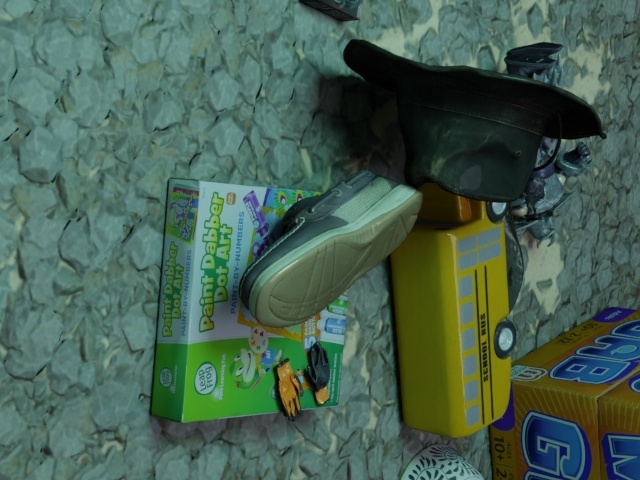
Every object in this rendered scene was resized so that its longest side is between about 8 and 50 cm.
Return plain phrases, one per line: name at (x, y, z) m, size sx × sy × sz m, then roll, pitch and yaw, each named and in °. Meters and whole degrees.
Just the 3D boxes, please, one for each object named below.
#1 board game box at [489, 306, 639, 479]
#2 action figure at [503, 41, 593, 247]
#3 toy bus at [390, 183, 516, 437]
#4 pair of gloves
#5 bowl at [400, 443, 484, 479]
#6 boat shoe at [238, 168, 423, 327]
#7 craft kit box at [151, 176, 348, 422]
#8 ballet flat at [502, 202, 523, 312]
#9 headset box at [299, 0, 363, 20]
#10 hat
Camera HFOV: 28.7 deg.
board game box at (0.491, 0.331, 1.788) m, size 0.356 × 0.356 × 0.356 m, roll -21°, pitch 110°, yaw -45°
action figure at (0.298, -0.119, 1.712) m, size 0.185 × 0.099 × 0.285 m, roll -37°, pitch 125°, yaw -49°
toy bus at (0.163, 0.067, 1.575) m, size 0.130 × 0.108 × 0.332 m, roll -19°, pitch 109°, yaw -44°
pair of gloves at (-0.017, 0.156, 1.379) m, size 0.083 × 0.010 × 0.074 m, roll -26°, pitch 114°, yaw -44°
bowl at (0.175, 0.358, 1.645) m, size 0.170 × 0.080 × 0.170 m, roll -8°, pitch 100°, yaw -46°
boat shoe at (0.000, 0.000, 1.317) m, size 0.285 × 0.092 × 0.103 m, roll -34°, pitch 146°, yaw -44°
craft kit box at (-0.067, 0.063, 1.359) m, size 0.247 × 0.061 × 0.250 m, roll 2°, pitch 93°, yaw -46°
ballet flat at (0.220, -0.015, 1.664) m, size 0.058 × 0.084 × 0.250 m, roll -95°, pitch 176°, yaw -75°
headset box at (0.019, -0.289, 1.423) m, size 0.083 × 0.032 × 0.062 m, roll 16°, pitch 83°, yaw -46°
hat at (0.157, -0.113, 1.406) m, size 0.331 × 0.331 × 0.134 m, roll 17°, pitch 91°, yaw -48°
